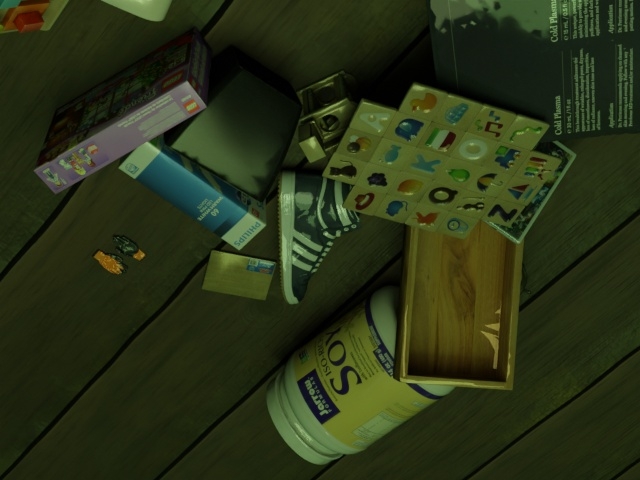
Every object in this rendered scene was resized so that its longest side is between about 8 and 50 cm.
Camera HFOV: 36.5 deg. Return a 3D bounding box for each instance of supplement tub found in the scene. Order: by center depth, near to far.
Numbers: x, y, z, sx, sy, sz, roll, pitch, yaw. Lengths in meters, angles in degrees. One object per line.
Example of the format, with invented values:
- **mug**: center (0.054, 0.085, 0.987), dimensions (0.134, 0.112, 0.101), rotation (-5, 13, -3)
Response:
- **supplement tub**: center (0.080, 0.268, 1.901), dimensions (0.331, 0.241, 0.241), rotation (-39, 119, 22)

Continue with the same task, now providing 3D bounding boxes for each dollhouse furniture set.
- **dollhouse furniture set**: center (0.042, -0.166, 1.616), dimensions (0.101, 0.182, 0.161), rotation (-23, 124, 13)

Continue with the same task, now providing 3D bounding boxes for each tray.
- **tray**: center (0.246, 0.048, 1.713), dimensions (0.203, 0.076, 0.411), rotation (5, 89, -7)

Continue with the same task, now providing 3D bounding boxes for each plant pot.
- **plant pot**: center (-0.134, -0.204, 1.588), dimensions (0.187, 0.188, 0.167), rotation (30, 108, -23)

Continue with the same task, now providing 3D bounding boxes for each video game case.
- **video game case**: center (0.323, -0.119, 1.679), dimensions (0.173, 0.022, 0.190), rotation (34, 84, -5)

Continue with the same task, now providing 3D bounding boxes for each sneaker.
- **sneaker**: center (0.000, 0.000, 1.788), dimensions (0.153, 0.099, 0.282), rotation (-1, 123, -1)

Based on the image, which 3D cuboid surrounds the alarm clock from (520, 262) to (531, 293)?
- **alarm clock**: center (0.321, 0.051, 1.866), dimensions (0.129, 0.064, 0.192), rotation (-23, 127, 13)

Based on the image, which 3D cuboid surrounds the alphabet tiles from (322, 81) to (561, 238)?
- **alphabet tiles**: center (0.192, -0.117, 1.547), dimensions (0.342, 0.011, 0.285), rotation (14, 138, -15)

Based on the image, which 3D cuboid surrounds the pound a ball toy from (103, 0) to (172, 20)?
- **pound a ball toy**: center (-0.189, -0.471, 1.408), dimensions (0.208, 0.136, 0.319), rotation (21, 123, -18)

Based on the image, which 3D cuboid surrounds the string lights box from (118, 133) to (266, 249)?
- **string lights box**: center (-0.215, -0.109, 1.672), dimensions (0.259, 0.133, 0.077), rotation (35, 116, -26)

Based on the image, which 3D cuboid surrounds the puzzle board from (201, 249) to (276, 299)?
- **puzzle board**: center (-0.158, 0.066, 1.881), dimensions (0.128, 0.011, 0.096), rotation (11, 124, -12)

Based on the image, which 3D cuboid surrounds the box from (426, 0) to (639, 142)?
- **box**: center (0.325, -0.334, 1.491), dimensions (0.312, 0.179, 0.343), rotation (-6, 125, 9)

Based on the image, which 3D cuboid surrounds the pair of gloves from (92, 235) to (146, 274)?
- **pair of gloves**: center (-0.381, 0.029, 1.840), dimensions (0.083, 0.010, 0.074), rotation (-38, 119, 21)

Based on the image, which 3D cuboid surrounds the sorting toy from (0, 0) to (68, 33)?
- **sorting toy**: center (-0.453, -0.350, 1.442), dimensions (0.347, 0.196, 0.047), rotation (-38, 77, 43)

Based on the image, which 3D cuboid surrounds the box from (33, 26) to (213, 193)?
- **box**: center (-0.310, -0.211, 1.551), dimensions (0.293, 0.201, 0.057), rotation (-27, 123, 15)
